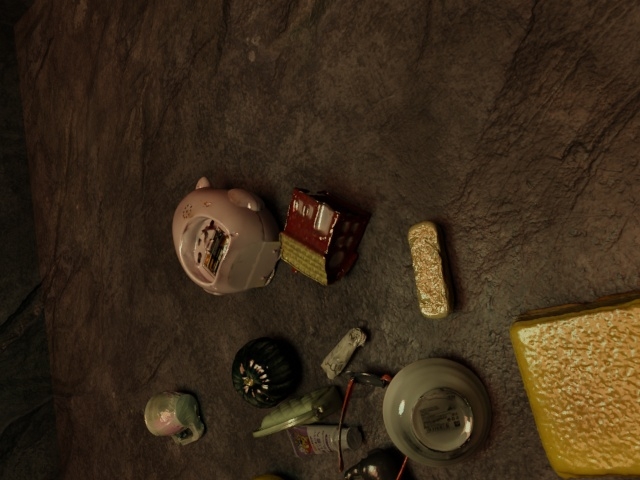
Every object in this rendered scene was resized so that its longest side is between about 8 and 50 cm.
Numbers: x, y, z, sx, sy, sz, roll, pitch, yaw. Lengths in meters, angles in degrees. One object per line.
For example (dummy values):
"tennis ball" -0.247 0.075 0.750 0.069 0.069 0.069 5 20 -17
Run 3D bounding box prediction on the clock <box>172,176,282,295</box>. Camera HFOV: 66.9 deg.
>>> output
"clock" -0.335 -0.015 1.582 0.376 0.250 0.368 37 114 31

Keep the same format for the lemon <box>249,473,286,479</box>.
"lemon" -0.161 0.842 1.527 0.256 0.188 0.188 10 98 42

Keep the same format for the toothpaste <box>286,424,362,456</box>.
"toothpaste" -0.003 0.604 1.471 0.299 0.073 0.114 -25 87 43

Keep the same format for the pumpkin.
"pumpkin" -0.178 0.420 1.537 0.220 0.162 0.221 10 109 33

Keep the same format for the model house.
"model house" 0.000 0.000 1.378 0.196 0.160 0.254 30 113 34

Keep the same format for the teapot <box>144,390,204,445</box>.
"teapot" -0.553 0.685 1.851 0.178 0.163 0.222 -19 80 30

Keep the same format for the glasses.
"glasses" 0.143 0.481 1.250 0.234 0.118 0.268 3 63 37

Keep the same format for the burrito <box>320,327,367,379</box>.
"burrito" 0.066 0.327 1.403 0.064 0.064 0.203 50 121 25

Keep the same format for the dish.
"dish" 0.279 0.412 1.136 0.260 0.085 0.260 0 85 5

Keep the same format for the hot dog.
"hot dog" 0.280 0.072 1.209 0.084 0.073 0.243 -14 81 34

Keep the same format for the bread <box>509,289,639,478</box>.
"bread" 0.569 0.283 0.944 0.323 0.143 0.333 -20 80 39

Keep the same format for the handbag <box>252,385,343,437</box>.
"handbag" -0.077 0.513 1.423 0.256 0.219 0.079 -31 76 34

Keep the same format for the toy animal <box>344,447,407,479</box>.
"toy animal" 0.219 0.713 1.273 0.343 0.106 0.168 45 111 21
